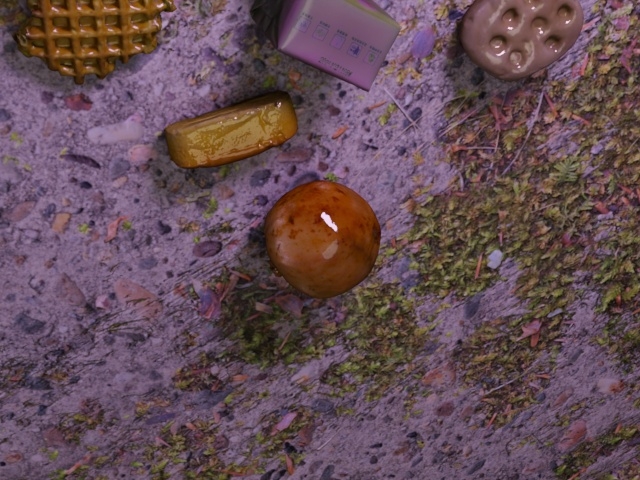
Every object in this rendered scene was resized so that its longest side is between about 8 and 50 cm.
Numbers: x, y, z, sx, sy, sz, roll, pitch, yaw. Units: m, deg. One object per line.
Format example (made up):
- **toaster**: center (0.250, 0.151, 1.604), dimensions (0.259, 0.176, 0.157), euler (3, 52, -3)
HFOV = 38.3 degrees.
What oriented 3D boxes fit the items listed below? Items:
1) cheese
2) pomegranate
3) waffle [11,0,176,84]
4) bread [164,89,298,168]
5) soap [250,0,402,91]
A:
- **cheese**: center (0.371, -0.414, 1.725), dimensions (0.235, 0.117, 0.218), euler (-9, 124, -13)
- **pomegranate**: center (0.000, 0.000, 1.804), dimensions (0.248, 0.248, 0.248), euler (-9, 125, -14)
- **waffle**: center (-0.386, -0.373, 1.487), dimensions (0.291, 0.051, 0.291), euler (-10, 139, -9)
- **bread**: center (-0.163, -0.200, 1.689), dimensions (0.245, 0.102, 0.094), euler (-19, 120, -9)
- **soap**: center (0.007, -0.374, 1.579), dimensions (0.199, 0.182, 0.138), euler (20, 113, -31)
